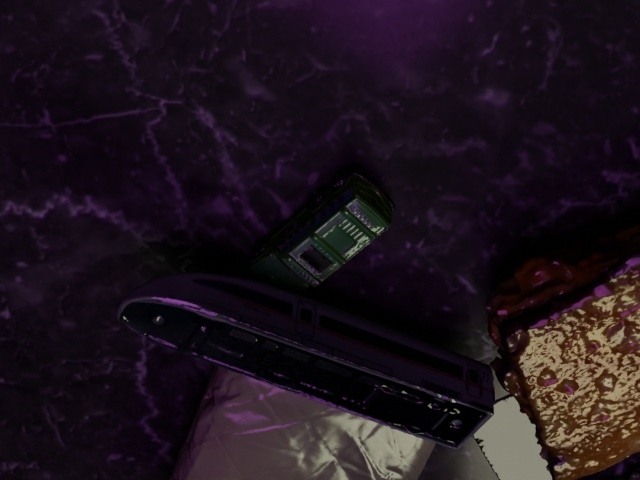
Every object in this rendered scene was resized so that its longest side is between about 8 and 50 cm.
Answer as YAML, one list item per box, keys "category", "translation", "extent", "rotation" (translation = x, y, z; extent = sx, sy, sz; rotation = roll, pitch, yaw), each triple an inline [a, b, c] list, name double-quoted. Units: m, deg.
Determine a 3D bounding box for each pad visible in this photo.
- category: "pad"
  translation: [0.246, 0.237, 1.857]
  extent: [0.112, 0.003, 0.157]
  rotation: [-24, 118, 13]

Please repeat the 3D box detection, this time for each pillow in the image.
- category: "pillow"
  translation: [-0.024, 0.245, 1.811]
  extent: [0.281, 0.076, 0.274]
  rotation: [15, 120, -18]

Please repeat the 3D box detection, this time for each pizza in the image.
- category: "pizza"
  translation: [0.301, 0.107, 1.708]
  extent: [0.278, 0.114, 0.409]
  rotation: [7, 125, -10]

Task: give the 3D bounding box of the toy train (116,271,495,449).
- category: "toy train"
  translation: [-0.014, 0.106, 1.679]
  extent: [0.407, 0.088, 0.086]
  rotation: [21, 138, -16]

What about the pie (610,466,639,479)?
- category: "pie"
  translation: [0.483, 0.346, 1.890]
  extent: [0.371, 0.078, 0.296]
  rotation: [-25, 120, 12]

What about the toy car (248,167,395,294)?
- category: "toy car"
  translation: [0.000, 0.000, 1.671]
  extent: [0.165, 0.062, 0.071]
  rotation: [-39, 115, 19]
